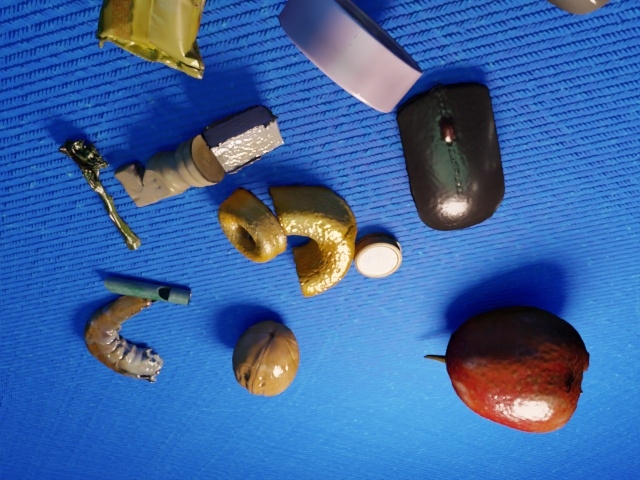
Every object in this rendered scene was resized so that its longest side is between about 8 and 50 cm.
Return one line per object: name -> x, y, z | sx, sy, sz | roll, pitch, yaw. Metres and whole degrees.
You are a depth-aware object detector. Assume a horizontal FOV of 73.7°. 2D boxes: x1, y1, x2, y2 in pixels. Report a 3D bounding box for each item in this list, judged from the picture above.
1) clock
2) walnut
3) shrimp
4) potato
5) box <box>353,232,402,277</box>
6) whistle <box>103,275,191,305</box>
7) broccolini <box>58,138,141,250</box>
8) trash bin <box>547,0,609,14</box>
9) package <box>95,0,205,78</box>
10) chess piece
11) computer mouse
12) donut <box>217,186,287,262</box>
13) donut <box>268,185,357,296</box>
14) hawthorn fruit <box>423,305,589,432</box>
clock -> 0.043, -0.264, 0.574 | 0.197, 0.196, 0.068 | 30, 121, -23
walnut -> -0.133, 0.291, 1.047 | 0.165, 0.165, 0.197 | 11, 135, -11
shrimp -> -0.488, 0.235, 1.061 | 0.185, 0.068, 0.286 | 6, 119, -11
potato -> -0.126, -0.170, 0.706 | 0.122, 0.086, 0.061 | -28, 136, -8
box -> 0.123, 0.033, 0.921 | 0.106, 0.037, 0.105 | 0, 129, -1
whistle -> -0.390, 0.114, 0.970 | 0.187, 0.039, 0.039 | 12, 128, -11
broccolini -> -0.403, -0.086, 0.818 | 0.058, 0.071, 0.254 | -33, 139, -18
trash bin -> 0.261, -0.410, 0.465 | 0.250, 0.219, 0.220 | 27, 125, -30
package -> -0.219, -0.344, 0.570 | 0.168, 0.090, 0.226 | 18, 123, -12
chess piece -> -0.276, -0.117, 0.767 | 0.201, 0.090, 0.090 | -14, 129, 24
computer mouse -> 0.237, -0.129, 0.760 | 0.168, 0.087, 0.295 | -15, 126, 14
donut -> -0.132, -0.023, 0.799 | 0.152, 0.058, 0.151 | 33, 146, 25
donut -> 0.003, -0.005, 0.857 | 0.152, 0.101, 0.258 | -16, 124, 4
hawthorn fruit -> 0.428, 0.294, 1.017 | 0.369, 0.284, 0.284 | -7, 132, 31
